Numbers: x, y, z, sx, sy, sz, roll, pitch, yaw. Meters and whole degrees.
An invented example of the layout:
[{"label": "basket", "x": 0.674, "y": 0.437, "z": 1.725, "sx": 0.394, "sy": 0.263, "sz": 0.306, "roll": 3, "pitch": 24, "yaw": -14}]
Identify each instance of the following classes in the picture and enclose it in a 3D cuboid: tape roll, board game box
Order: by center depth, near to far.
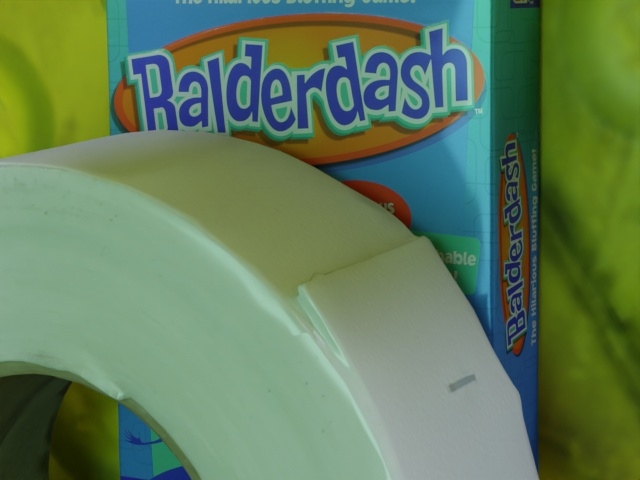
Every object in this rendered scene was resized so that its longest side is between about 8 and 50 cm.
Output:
[{"label": "tape roll", "x": -0.067, "y": 0.104, "z": 0.668, "sx": 0.286, "sy": 0.100, "sz": 0.286, "roll": 6, "pitch": 102, "yaw": 28}, {"label": "board game box", "x": 0.000, "y": 0.000, "z": 0.700, "sx": 0.160, "sy": 0.047, "sz": 0.210, "roll": 3, "pitch": 98, "yaw": 28}]
